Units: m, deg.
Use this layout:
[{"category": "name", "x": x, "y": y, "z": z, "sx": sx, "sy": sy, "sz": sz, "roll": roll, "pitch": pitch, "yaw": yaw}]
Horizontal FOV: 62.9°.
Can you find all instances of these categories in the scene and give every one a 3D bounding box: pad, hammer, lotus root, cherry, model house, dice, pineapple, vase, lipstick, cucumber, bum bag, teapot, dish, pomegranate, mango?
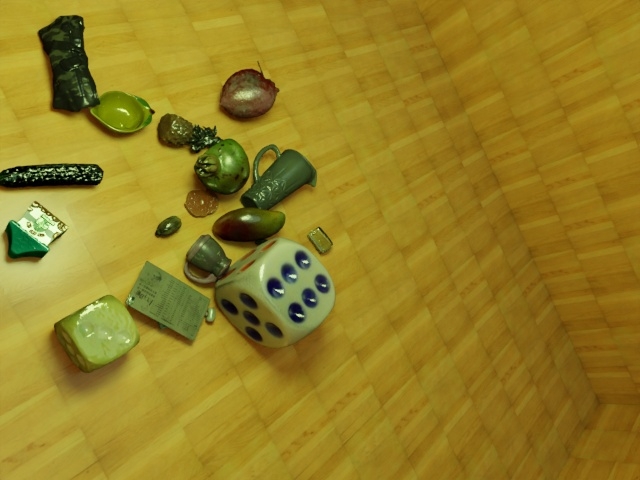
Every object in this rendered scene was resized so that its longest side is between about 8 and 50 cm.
[{"category": "pad", "x": -0.479, "y": 0.195, "z": 1.678, "sx": 0.265, "sy": 0.009, "sz": 0.159, "roll": 39, "pitch": 51, "yaw": -32}, {"category": "hammer", "x": -0.396, "y": 0.248, "z": 1.773, "sx": 0.083, "sy": 0.031, "sz": 0.052, "roll": 16, "pitch": 64, "yaw": -27}, {"category": "lotus root", "x": -0.510, "y": -0.046, "z": 1.756, "sx": 0.099, "sy": 0.049, "sz": 0.054, "roll": -38, "pitch": 103, "yaw": -32}, {"category": "cherry", "x": -0.285, "y": -0.556, "z": 1.997, "sx": 0.250, "sy": 0.175, "sz": 0.192, "roll": -35, "pitch": 90, "yaw": -37}, {"category": "model house", "x": -0.816, "y": -0.015, "z": 1.479, "sx": 0.127, "sy": 0.100, "sz": 0.149, "roll": 44, "pitch": 57, "yaw": -19}, {"category": "dice", "x": -0.634, "y": 0.264, "z": 1.491, "sx": 0.166, "sy": 0.169, "sz": 0.169, "roll": -35, "pitch": 99, "yaw": -39}, {"category": "pineapple", "x": -0.452, "y": -0.376, "z": 1.866, "sx": 0.237, "sy": 0.111, "sz": 0.119, "roll": 13, "pitch": 101, "yaw": -44}, {"category": "vase", "x": -0.176, "y": -0.228, "z": 2.012, "sx": 0.301, "sy": 0.156, "sz": 0.251, "roll": -46, "pitch": 109, "yaw": -31}, {"category": "lipstick", "x": -0.511, "y": 0.204, "z": 1.683, "sx": 0.048, "sy": 0.048, "sz": 0.158, "roll": -10, "pitch": 84, "yaw": -39}, {"category": "cucumber", "x": -0.806, "y": -0.192, "z": 1.554, "sx": 0.300, "sy": 0.072, "sz": 0.072, "roll": -8, "pitch": 82, "yaw": -39}, {"category": "bum bag", "x": -0.792, "y": -0.558, "z": 1.642, "sx": 0.144, "sy": 0.095, "sz": 0.340, "roll": -13, "pitch": 80, "yaw": -10}, {"category": "teapot", "x": -0.380, "y": 0.070, "z": 1.767, "sx": 0.146, "sy": 0.116, "sz": 0.148, "roll": 39, "pitch": 62, "yaw": -7}, {"category": "dice", "x": -0.155, "y": 0.181, "z": 1.799, "sx": 0.304, "sy": 0.304, "sz": 0.277, "roll": 54, "pitch": 53, "yaw": -12}, {"category": "dish", "x": -0.657, "y": -0.410, "z": 1.728, "sx": 0.208, "sy": 0.080, "sz": 0.148, "roll": -7, "pitch": 77, "yaw": -37}, {"category": "pomegranate", "x": -0.331, "y": -0.251, "z": 1.824, "sx": 0.190, "sy": 0.241, "sz": 0.159, "roll": -37, "pitch": 83, "yaw": -10}, {"category": "mango", "x": -0.251, "y": -0.059, "z": 1.882, "sx": 0.268, "sy": 0.111, "sz": 0.133, "roll": -7, "pitch": 124, "yaw": -20}]

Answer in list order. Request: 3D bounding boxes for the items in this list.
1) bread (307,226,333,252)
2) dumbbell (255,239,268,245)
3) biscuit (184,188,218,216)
[{"category": "bread", "x": 0.000, "y": 0.000, "z": 2.137, "sx": 0.072, "sy": 0.053, "sz": 0.106, "roll": -39, "pitch": 100, "yaw": -14}, {"category": "dumbbell", "x": -0.217, "y": -0.038, "z": 1.982, "sx": 0.052, "sy": 0.046, "sz": 0.118, "roll": 20, "pitch": 66, "yaw": -38}, {"category": "biscuit", "x": -0.424, "y": -0.135, "z": 1.867, "sx": 0.130, "sy": 0.019, "sz": 0.102, "roll": -22, "pitch": 92, "yaw": -40}]
